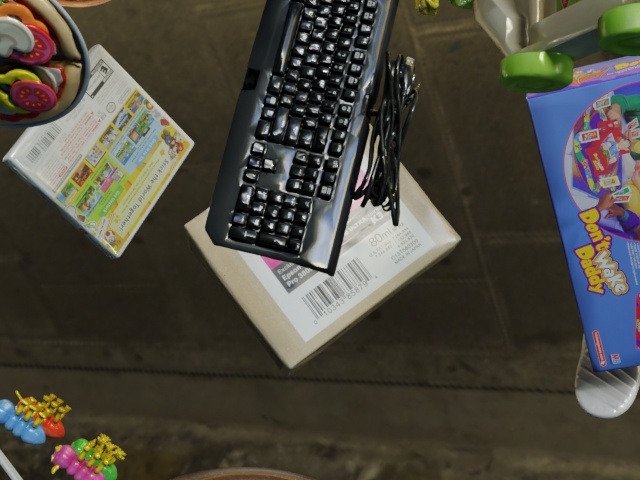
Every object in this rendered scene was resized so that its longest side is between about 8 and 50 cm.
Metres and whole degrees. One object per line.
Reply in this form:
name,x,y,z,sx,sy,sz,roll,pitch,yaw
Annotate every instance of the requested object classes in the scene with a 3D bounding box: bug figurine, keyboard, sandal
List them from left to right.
bug figurine,-0.401,0.300,1.538,0.216,0.072,0.279,36,170,1
keyboard,0.007,-0.080,0.544,0.100,0.192,0.038,14,164,-3
sandal,0.388,0.137,1.316,0.101,0.265,0.076,6,137,30

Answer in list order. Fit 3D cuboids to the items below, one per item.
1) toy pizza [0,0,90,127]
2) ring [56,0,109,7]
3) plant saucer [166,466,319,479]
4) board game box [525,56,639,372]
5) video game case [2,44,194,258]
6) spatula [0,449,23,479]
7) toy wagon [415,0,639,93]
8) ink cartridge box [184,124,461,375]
toy pizza,-0.306,-0.167,0.898,0.201,0.032,0.201,5,141,4
ring,-0.305,-0.456,1.234,0.032,0.336,0.337,17,133,36
plant saucer,-0.029,0.169,0.453,0.198,0.198,0.036,21,127,14
board game box,0.384,-0.033,1.124,0.233,0.078,0.347,-11,111,20
video game case,-0.302,-0.125,1.417,0.026,0.227,0.206,-10,132,46
spatula,-0.389,0.265,1.159,0.019,0.168,0.242,-24,121,-3
toy wagon,0.180,-0.250,0.766,0.068,0.267,0.344,4,173,-22
ink cartridge box,0.000,0.000,1.096,0.193,0.234,0.088,52,170,7
